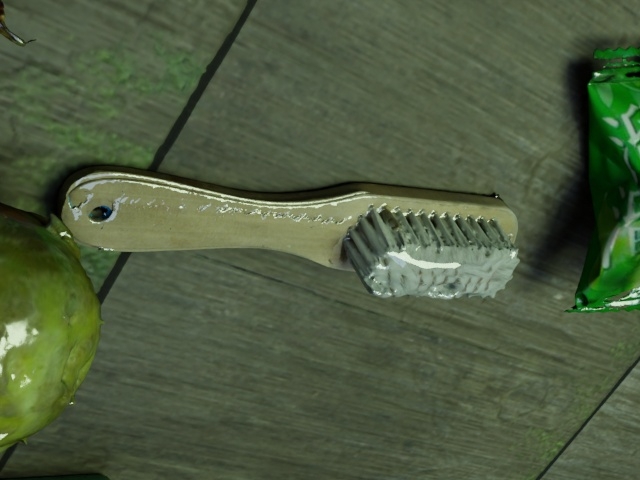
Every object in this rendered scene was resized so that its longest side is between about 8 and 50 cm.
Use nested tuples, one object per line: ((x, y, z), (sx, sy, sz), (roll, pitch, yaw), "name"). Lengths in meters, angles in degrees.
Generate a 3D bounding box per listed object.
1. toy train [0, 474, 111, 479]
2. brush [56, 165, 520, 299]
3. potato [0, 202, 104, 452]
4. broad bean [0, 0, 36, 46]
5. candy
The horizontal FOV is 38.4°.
((-0.316, 0.276, 0.585), (0.369, 0.150, 0.237), (4, 112, -27), "toy train")
((0.000, 0.000, 0.592), (0.328, 0.065, 0.070), (5, 122, -27), "brush")
((-0.261, 0.048, 0.456), (0.298, 0.141, 0.176), (1, 114, -16), "potato")
((-0.106, -0.197, 0.421), (0.069, 0.039, 0.227), (30, 107, -30), "broad bean")
((0.243, -0.043, 0.668), (0.141, 0.078, 0.203), (-14, 116, -30), "candy")
